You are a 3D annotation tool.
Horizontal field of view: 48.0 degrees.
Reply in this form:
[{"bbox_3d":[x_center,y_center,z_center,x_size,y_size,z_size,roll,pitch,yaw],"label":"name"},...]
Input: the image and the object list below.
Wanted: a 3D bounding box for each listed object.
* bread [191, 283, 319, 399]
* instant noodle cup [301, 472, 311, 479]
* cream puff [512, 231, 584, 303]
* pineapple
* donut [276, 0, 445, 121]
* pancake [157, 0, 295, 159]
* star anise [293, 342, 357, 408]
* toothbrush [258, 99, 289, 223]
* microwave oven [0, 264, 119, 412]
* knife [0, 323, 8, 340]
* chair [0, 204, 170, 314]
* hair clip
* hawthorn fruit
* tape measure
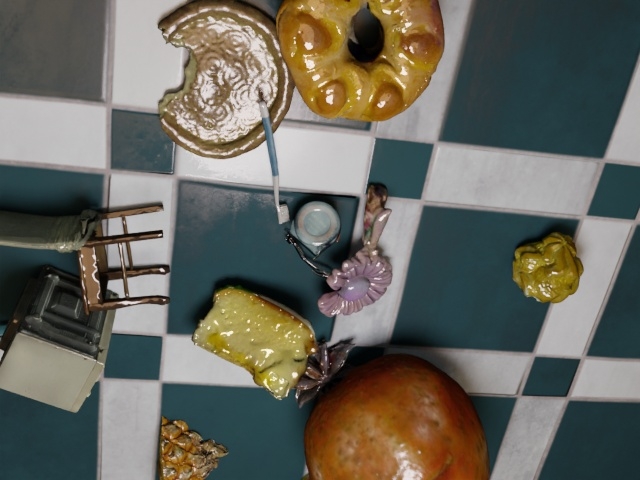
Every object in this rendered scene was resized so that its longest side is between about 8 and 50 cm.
[{"bbox_3d":[-0.126,0.211,1.521,0.252,0.133,0.174,27,82,9],"label":"bread"},{"bbox_3d":[0.050,0.684,1.759,0.265,0.200,0.264,-4,118,-7],"label":"instant noodle cup"},{"bbox_3d":[0.492,0.054,1.542,0.156,0.121,0.156,-1,114,-2],"label":"cream puff"},{"bbox_3d":[-0.297,0.546,1.674,0.164,0.139,0.249,5,113,-13],"label":"pineapple"},{"bbox_3d":[0.069,-0.364,1.240,0.300,0.150,0.317,15,113,-16],"label":"donut"},{"bbox_3d":[-0.184,-0.290,1.307,0.288,0.033,0.286,-41,117,13],"label":"pancake"},{"bbox_3d":[-0.005,0.298,1.625,0.181,0.061,0.204,7,122,-26],"label":"star anise"},{"bbox_3d":[-0.087,-0.145,1.383,0.025,0.019,0.275,-14,128,-9],"label":"toothbrush"},{"bbox_3d":[-0.507,0.178,1.385,0.194,0.240,0.145,29,111,-21],"label":"microwave oven"},{"bbox_3d":[-0.679,0.205,1.491,0.222,0.031,0.064,-6,122,-5],"label":"knife"},{"bbox_3d":[-0.454,0.031,1.365,0.320,0.160,0.186,-4,116,-9],"label":"chair"},{"bbox_3d":[0.092,0.035,1.485,0.173,0.069,0.300,-1,117,-34],"label":"hair clip"},{"bbox_3d":[0.171,0.467,1.542,0.403,0.402,0.402,-4,118,-7],"label":"hawthorn fruit"},{"bbox_3d":[-0.003,-0.002,1.487,0.107,0.104,0.179,-46,155,-13],"label":"tape measure"}]
